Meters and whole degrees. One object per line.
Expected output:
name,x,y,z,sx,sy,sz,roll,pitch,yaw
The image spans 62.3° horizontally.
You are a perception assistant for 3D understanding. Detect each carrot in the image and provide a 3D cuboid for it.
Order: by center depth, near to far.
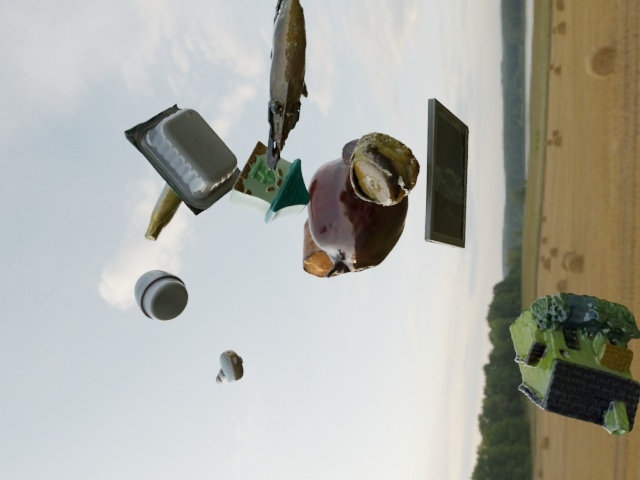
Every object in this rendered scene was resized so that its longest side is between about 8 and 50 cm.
carrot,0.000,0.000,1.838,0.159,0.159,0.224,60,-166,-53

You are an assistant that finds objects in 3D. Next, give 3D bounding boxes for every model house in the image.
model house,0.465,0.228,0.949,0.170,0.194,0.211,118,164,-45
model house,-0.093,-0.106,1.075,0.127,0.149,0.100,-66,9,-17

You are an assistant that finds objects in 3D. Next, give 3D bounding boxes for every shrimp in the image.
shrimp,-0.051,-0.243,0.830,0.117,0.066,0.261,-109,26,-71

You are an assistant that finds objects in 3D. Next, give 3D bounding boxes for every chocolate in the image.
chocolate,-0.511,-0.093,1.732,0.085,0.086,0.219,60,-138,-52

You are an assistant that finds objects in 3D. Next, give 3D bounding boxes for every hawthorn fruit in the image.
hawthorn fruit,0.110,-0.079,1.497,0.308,0.309,0.324,8,-114,-69

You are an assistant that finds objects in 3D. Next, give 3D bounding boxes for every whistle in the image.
whistle,-0.304,0.431,1.766,0.057,0.220,0.107,-18,-112,-34

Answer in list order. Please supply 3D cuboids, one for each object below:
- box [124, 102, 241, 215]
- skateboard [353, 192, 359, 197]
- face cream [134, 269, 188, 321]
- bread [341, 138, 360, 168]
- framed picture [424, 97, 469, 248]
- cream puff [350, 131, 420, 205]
box,-0.399,-0.283,1.673,0.336,0.106,0.264,49,-131,-7
skateboard,0.113,-0.115,1.074,0.151,0.080,0.067,-44,-45,-66
face cream,-0.381,0.130,1.265,0.117,0.104,0.117,-19,-59,-35
bread,0.094,-0.214,1.319,0.053,0.085,0.084,-21,-71,-70
framed picture,0.238,-0.117,1.005,0.189,0.023,0.259,11,-99,-56
cream puff,0.110,-0.129,0.925,0.104,0.119,0.133,-37,-75,-24
